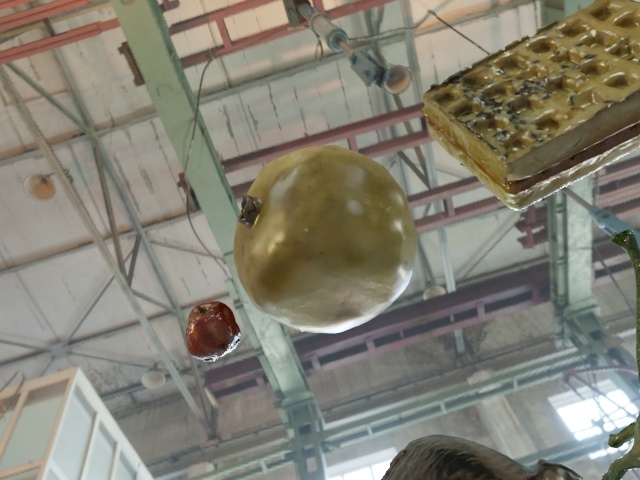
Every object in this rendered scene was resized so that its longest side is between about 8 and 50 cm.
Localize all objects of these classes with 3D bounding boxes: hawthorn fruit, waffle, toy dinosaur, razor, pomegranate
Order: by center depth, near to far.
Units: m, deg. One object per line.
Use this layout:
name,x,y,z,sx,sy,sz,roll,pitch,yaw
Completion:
razor,0.154,0.312,0.589,0.107,0.327,0.189,46,-112,-4
toy dinosaur,0.451,0.230,0.635,0.087,0.447,0.301,-8,-46,-24
waffle,0.366,-0.221,0.797,0.376,0.261,0.114,-27,-45,-1
hawthorn fruit,-0.165,0.132,0.798,0.093,0.093,0.093,-5,-59,-8
pomegranate,0.000,0.000,0.940,0.333,0.332,0.332,-5,-59,-8
